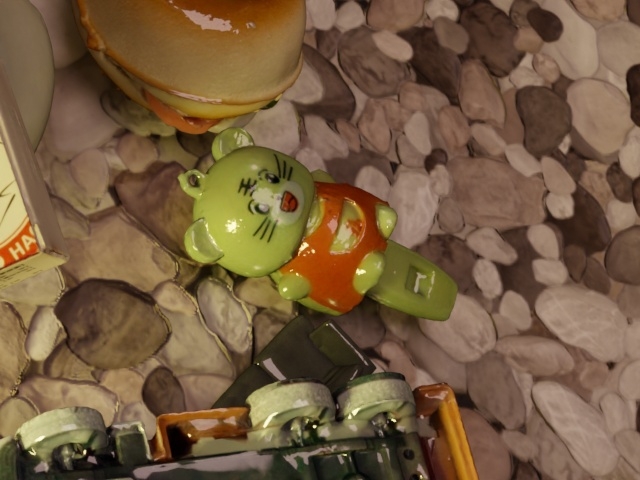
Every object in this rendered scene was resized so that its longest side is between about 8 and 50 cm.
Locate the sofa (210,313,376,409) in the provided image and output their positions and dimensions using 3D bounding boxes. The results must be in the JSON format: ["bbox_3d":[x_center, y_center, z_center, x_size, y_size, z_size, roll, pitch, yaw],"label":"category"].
[{"bbox_3d":[-0.024,0.130,1.718,0.085,0.060,0.147,47,53,-3],"label":"sofa"}]

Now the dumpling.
[{"bbox_3d":[-0.299,-0.096,1.567,0.175,0.227,0.243,26,61,5],"label":"dumpling"}]

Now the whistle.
[{"bbox_3d":[0.000,0.000,1.766,0.288,0.106,0.131,24,64,-19],"label":"whistle"}]

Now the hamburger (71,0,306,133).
[{"bbox_3d":[-0.118,-0.207,1.772,0.237,0.147,0.237,17,47,-19],"label":"hamburger"}]

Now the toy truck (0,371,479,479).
[{"bbox_3d":[-0.077,0.231,1.543,0.387,0.207,0.173,-4,63,-24],"label":"toy truck"}]

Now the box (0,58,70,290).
[{"bbox_3d":[-0.377,-0.017,1.430,0.353,0.069,0.214,-22,77,8],"label":"box"}]
